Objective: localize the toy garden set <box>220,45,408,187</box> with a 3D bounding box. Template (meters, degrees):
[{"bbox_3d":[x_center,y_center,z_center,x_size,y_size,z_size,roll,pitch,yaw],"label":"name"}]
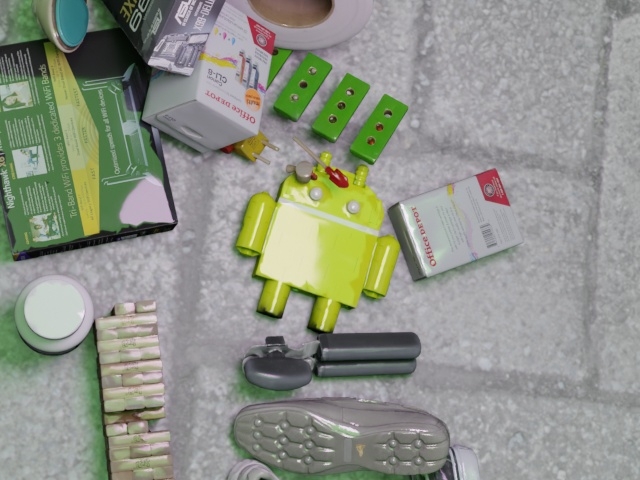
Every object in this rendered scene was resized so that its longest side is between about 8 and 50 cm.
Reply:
[{"bbox_3d":[-0.022,-0.175,1.816,0.244,0.049,0.203,30,74,7],"label":"toy garden set"}]

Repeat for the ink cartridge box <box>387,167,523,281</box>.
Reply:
[{"bbox_3d":[0.210,-0.024,1.860,0.175,0.072,0.127,-19,87,-15],"label":"ink cartridge box"}]

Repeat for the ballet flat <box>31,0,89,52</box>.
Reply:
[{"bbox_3d":[-0.378,-0.359,1.731,0.086,0.086,0.248,14,51,-11],"label":"ballet flat"}]

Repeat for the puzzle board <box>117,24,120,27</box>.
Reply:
[{"bbox_3d":[-0.239,-0.352,1.835,0.128,0.011,0.096,17,78,-11],"label":"puzzle board"}]

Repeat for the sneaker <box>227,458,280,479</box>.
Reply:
[{"bbox_3d":[-0.052,0.423,1.713,0.090,0.115,0.232,-38,92,-15],"label":"sneaker"}]

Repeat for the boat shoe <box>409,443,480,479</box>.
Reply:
[{"bbox_3d":[0.188,0.478,1.774,0.119,0.121,0.335,-4,72,-6],"label":"boat shoe"}]

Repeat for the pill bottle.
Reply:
[{"bbox_3d":[-0.370,0.103,1.645,0.108,0.193,0.108,2,81,-13],"label":"pill bottle"}]

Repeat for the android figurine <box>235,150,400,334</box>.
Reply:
[{"bbox_3d":[0.000,0.000,1.819,0.248,0.056,0.272,21,80,-9],"label":"android figurine"}]

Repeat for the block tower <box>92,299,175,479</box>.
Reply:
[{"bbox_3d":[-0.267,0.260,1.701,0.091,0.097,0.335,-5,81,-14],"label":"block tower"}]

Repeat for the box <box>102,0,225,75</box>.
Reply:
[{"bbox_3d":[-0.192,-0.422,1.660,0.077,0.242,0.307,11,119,-36],"label":"box"}]

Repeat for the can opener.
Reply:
[{"bbox_3d":[0.017,0.186,1.779,0.280,0.074,0.093,-3,46,-17],"label":"can opener"}]

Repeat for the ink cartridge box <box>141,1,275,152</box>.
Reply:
[{"bbox_3d":[-0.163,-0.240,1.740,0.128,0.127,0.176,27,62,-40],"label":"ink cartridge box"}]

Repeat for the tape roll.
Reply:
[{"bbox_3d":[-0.035,-0.420,1.753,0.246,0.246,0.169,12,62,-11],"label":"tape roll"}]

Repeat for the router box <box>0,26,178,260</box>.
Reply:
[{"bbox_3d":[-0.361,-0.143,1.741,0.243,0.081,0.308,-11,85,-15],"label":"router box"}]

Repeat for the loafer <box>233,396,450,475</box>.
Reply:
[{"bbox_3d":[0.032,0.287,1.763,0.320,0.111,0.112,7,104,2],"label":"loafer"}]
